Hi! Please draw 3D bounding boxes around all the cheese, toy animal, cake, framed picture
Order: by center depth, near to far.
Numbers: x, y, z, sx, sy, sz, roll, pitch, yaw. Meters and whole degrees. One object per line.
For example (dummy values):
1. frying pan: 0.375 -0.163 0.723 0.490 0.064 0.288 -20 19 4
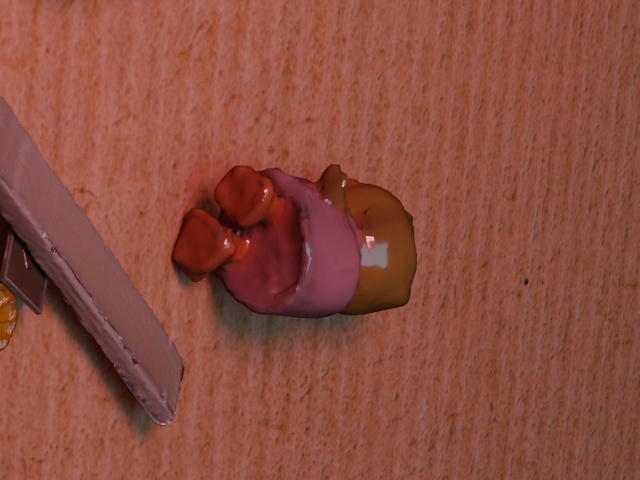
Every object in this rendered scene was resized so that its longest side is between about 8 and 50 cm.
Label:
1. cake: -0.316 0.069 1.647 0.084 0.044 0.084 -15 111 -45
2. framed picture: -0.271 0.016 1.679 0.066 0.006 0.089 52 33 -47
3. cheese: -0.227 0.022 1.723 0.085 0.034 0.400 -74 146 -43
4. toy animal: 0.003 0.003 1.901 0.195 0.169 0.281 -45 156 30
